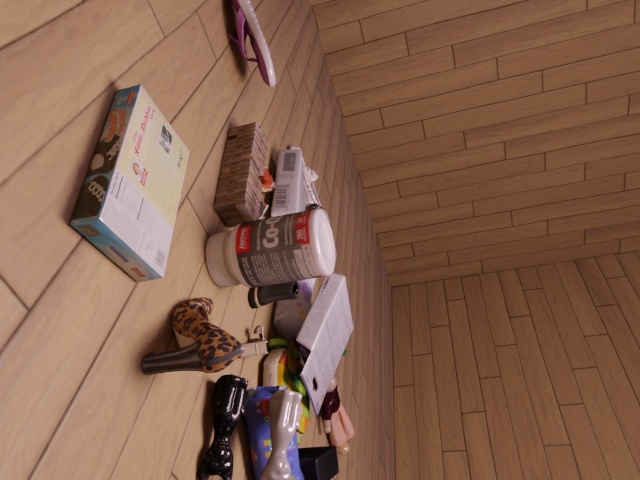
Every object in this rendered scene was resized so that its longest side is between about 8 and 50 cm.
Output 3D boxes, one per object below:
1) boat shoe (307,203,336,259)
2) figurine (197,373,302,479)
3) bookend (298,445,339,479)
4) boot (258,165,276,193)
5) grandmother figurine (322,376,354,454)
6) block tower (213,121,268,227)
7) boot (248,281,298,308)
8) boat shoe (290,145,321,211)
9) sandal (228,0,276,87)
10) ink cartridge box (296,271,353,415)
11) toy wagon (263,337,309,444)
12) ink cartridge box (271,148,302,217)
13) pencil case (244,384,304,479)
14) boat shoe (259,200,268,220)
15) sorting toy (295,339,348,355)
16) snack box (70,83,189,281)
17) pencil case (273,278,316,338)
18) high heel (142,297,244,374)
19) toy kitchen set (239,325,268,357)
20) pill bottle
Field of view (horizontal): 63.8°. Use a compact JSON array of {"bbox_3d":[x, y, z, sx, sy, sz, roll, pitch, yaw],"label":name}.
[{"bbox_3d":[0.000,0.000,2.054,0.091,0.114,0.303,-111,-161,-65],"label":"boat shoe"},{"bbox_3d":[-0.141,0.421,1.101,0.092,0.214,0.210,-49,-153,50],"label":"figurine"},{"bbox_3d":[-0.050,0.609,1.378,0.157,0.156,0.072,24,56,-68],"label":"bookend"},{"bbox_3d":[-0.184,-0.187,1.598,0.158,0.059,0.085,-83,156,-72],"label":"boot"},{"bbox_3d":[0.045,0.596,1.864,0.208,0.104,0.343,-90,168,-64],"label":"grandmother figurine"},{"bbox_3d":[-0.213,-0.185,1.406,0.091,0.097,0.336,63,20,-48],"label":"block tower"},{"bbox_3d":[-0.118,0.112,1.474,0.198,0.136,0.077,-84,159,-48],"label":"boot"},{"bbox_3d":[-0.053,-0.249,2.050,0.098,0.096,0.277,-55,133,-69],"label":"boat shoe"},{"bbox_3d":[-0.242,-0.658,1.623,0.169,0.102,0.417,83,-14,-80],"label":"sandal"},{"bbox_3d":[0.004,0.315,1.549,0.324,0.071,0.330,79,32,-51],"label":"ink cartridge box"},{"bbox_3d":[-0.087,0.453,1.503,0.344,0.068,0.267,58,26,-55],"label":"toy wagon"},{"bbox_3d":[-0.105,-0.081,1.841,0.385,0.091,0.308,89,2,-50],"label":"ink cartridge box"},{"bbox_3d":[-0.110,0.503,1.260,0.119,0.133,0.306,-10,-91,65],"label":"pencil case"},{"bbox_3d":[-0.191,-0.078,1.517,0.043,0.049,0.137,32,33,-9],"label":"boat shoe"},{"bbox_3d":[0.021,0.370,1.862,0.365,0.126,0.127,54,29,-58],"label":"sorting toy"},{"bbox_3d":[-0.333,-0.109,0.947,0.187,0.060,0.322,62,23,-51],"label":"snack box"},{"bbox_3d":[-0.075,0.172,1.631,0.273,0.124,0.114,-86,159,-45],"label":"pencil case"},{"bbox_3d":[-0.203,0.173,1.001,0.261,0.186,0.093,-65,143,-66],"label":"high heel"},{"bbox_3d":[-0.185,0.260,1.332,0.083,0.075,0.068,167,-83,-65],"label":"toy kitchen set"},{"bbox_3d":[-0.119,0.026,1.232,0.161,0.283,0.161,-10,90,-75],"label":"pill bottle"}]
